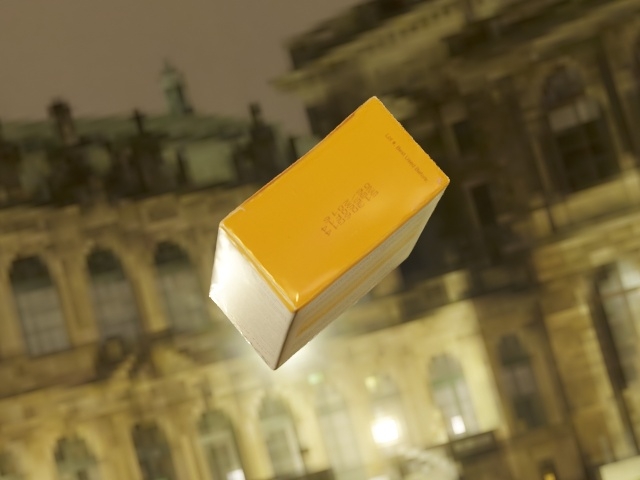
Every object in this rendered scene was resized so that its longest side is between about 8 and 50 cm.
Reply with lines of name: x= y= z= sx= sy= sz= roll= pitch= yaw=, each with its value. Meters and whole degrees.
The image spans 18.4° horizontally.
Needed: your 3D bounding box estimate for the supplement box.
supplement box: x=0.000 y=0.000 z=0.612 sx=0.062 sy=0.036 sz=0.098 roll=-40 pitch=-8 yaw=-14
